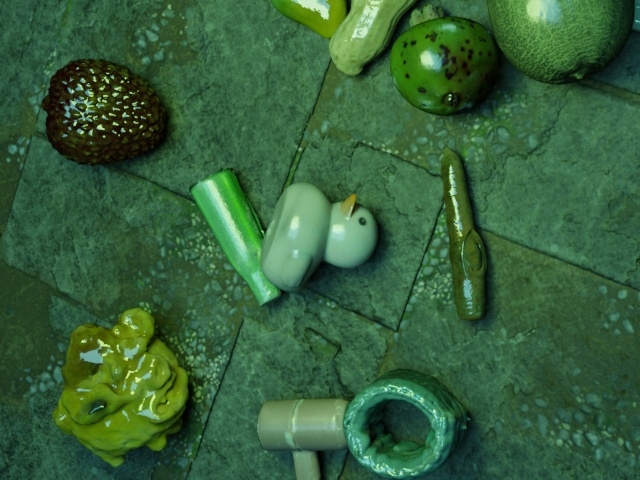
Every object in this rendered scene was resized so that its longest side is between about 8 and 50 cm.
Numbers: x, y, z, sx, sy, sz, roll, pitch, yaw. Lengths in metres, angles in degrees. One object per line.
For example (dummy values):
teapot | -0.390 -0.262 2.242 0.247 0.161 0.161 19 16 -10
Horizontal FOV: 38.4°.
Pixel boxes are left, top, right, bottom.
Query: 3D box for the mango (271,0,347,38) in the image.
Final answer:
mango | -0.020 -0.495 1.855 0.191 0.085 0.122 31 92 9

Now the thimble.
thimble | 0.167 0.350 1.759 0.235 0.143 0.198 -6 89 21

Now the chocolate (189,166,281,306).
chocolate | -0.165 -0.002 1.916 0.110 0.110 0.291 -30 83 20

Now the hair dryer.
hair dryer | -0.006 0.490 1.872 0.189 0.107 0.344 -6 98 21

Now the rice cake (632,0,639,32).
rice cake | 0.646 -0.392 1.596 0.237 0.043 0.127 30 103 20

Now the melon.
melon | 0.409 -0.429 1.585 0.249 0.248 0.329 -13 77 22

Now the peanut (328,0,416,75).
peanut | 0.103 -0.444 1.784 0.123 0.123 0.256 42 107 17

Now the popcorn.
popcorn | -0.437 0.319 1.953 0.297 0.281 0.315 -28 93 4

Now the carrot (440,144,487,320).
carrot | 0.271 -0.016 1.750 0.070 0.070 0.342 -9 86 22

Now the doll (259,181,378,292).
doll | 0.000 0.000 1.815 0.221 0.221 0.251 39 122 17

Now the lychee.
lychee | -0.466 -0.272 1.966 0.271 0.236 0.235 5 93 1

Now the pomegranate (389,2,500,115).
pomegranate | 0.225 -0.344 1.709 0.202 0.202 0.247 -22 55 21
